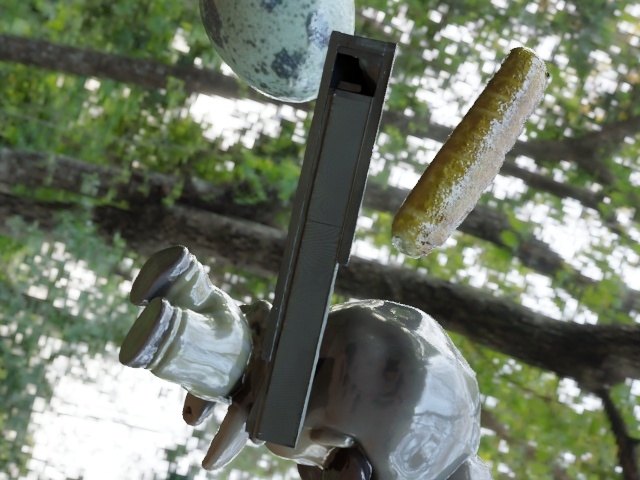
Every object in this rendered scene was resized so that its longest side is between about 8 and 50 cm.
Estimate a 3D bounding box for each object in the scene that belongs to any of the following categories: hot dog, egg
[{"bbox_3d":[0.174,-0.099,1.371,0.289,0.068,0.083,-53,158,-18],"label":"hot dog"},{"bbox_3d":[-0.034,-0.196,1.039,0.132,0.132,0.172,-46,-123,46],"label":"egg"}]

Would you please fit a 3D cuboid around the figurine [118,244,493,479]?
[{"bbox_3d":[-0.005,0.132,1.127,0.203,0.380,0.248,-58,-155,11],"label":"figurine"}]

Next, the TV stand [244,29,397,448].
[{"bbox_3d":[0.000,0.000,0.758,0.049,0.040,0.257,-63,166,-80],"label":"TV stand"}]
